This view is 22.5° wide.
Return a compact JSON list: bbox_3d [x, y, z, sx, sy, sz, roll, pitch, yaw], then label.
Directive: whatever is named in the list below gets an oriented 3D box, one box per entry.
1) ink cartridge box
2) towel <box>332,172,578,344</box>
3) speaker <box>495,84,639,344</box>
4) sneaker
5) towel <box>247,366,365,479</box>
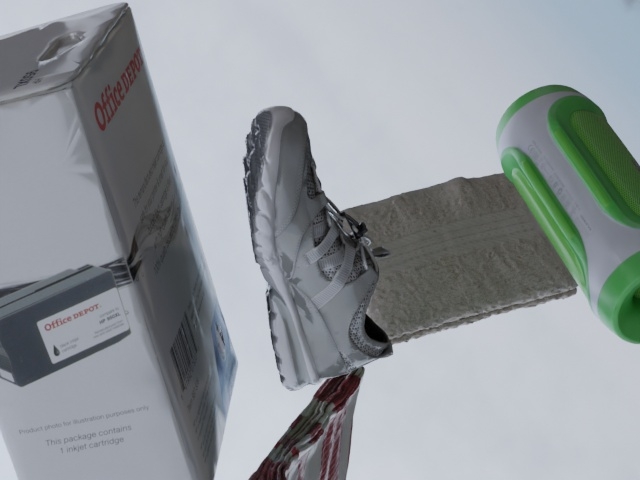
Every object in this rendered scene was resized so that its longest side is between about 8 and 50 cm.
[{"bbox_3d":[-0.212,0.017,1.453,0.285,0.166,0.395,-82,-21,-69],"label":"ink cartridge box"},{"bbox_3d":[0.161,0.018,1.954,0.049,0.282,0.187,99,151,-55],"label":"towel"},{"bbox_3d":[0.282,-0.033,1.636,0.131,0.131,0.296,38,-162,-41],"label":"speaker"},{"bbox_3d":[0.000,0.000,1.387,0.105,0.115,0.281,-102,2,-52],"label":"sneaker"},{"bbox_3d":[-0.018,0.289,1.697,0.037,0.237,0.329,12,-159,14],"label":"towel"}]
